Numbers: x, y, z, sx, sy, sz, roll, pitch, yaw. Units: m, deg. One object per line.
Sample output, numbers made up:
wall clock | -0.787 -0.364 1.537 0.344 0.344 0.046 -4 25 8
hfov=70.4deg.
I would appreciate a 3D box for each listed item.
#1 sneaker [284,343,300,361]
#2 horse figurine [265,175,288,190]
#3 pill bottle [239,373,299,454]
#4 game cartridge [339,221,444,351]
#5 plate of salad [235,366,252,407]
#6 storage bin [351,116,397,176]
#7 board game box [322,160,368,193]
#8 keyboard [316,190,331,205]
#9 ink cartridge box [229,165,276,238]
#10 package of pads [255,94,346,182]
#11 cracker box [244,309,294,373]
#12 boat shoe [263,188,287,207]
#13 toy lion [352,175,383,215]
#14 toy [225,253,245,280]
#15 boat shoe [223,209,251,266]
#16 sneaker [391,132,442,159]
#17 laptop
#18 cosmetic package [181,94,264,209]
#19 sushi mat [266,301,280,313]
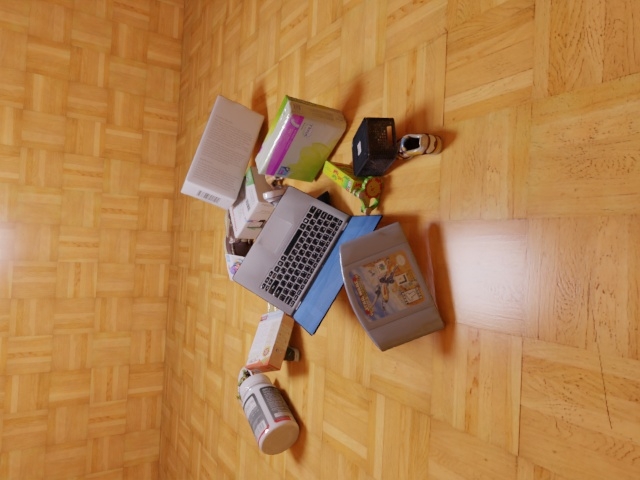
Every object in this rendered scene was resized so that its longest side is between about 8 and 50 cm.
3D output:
sneaker | -0.149 0.438 1.779 0.166 0.076 0.065 -9 79 57
horse figurine | -0.185 -0.313 1.925 0.174 0.066 0.263 -23 65 49
pill bottle | -0.208 0.669 1.772 0.283 0.161 0.161 46 125 50
game cartridge | 0.167 0.120 1.166 0.062 0.198 0.297 75 173 -76
plate of salad | -0.354 0.690 2.109 0.200 0.048 0.200 -10 78 58
storage bin | 0.151 -0.265 1.305 0.180 0.084 0.122 130 138 -75
board game box | 0.091 -0.200 1.445 0.181 0.092 0.043 46 125 50
keyboard | 0.000 0.000 1.631 0.201 0.033 0.317 -29 62 52
ink cartridge box | -0.301 -0.163 2.044 0.278 0.117 0.201 -50 47 43
package of pads | -0.068 -0.342 1.587 0.296 0.229 0.101 -54 41 42
cracker box | -0.191 0.389 1.753 0.156 0.067 0.232 -23 41 44
boat shoe | -0.123 -0.139 1.671 0.095 0.258 0.084 -11 86 25
toy lion | 0.151 -0.140 1.361 0.034 0.096 0.100 36 157 54
toy | -0.353 0.144 2.052 0.237 0.056 0.137 6 111 33
boat shoe | -0.386 -0.028 2.171 0.123 0.123 0.342 -39 52 47
sneaker | 0.237 -0.259 1.226 0.185 0.084 0.069 1 88 58
laptop | -0.063 0.032 1.389 0.408 0.236 0.382 29 83 20
cosmetic package | -0.440 -0.395 2.051 0.161 0.230 0.453 -27 44 63
sushi mat | -0.188 0.249 1.914 0.151 0.019 0.316 -20 71 55
